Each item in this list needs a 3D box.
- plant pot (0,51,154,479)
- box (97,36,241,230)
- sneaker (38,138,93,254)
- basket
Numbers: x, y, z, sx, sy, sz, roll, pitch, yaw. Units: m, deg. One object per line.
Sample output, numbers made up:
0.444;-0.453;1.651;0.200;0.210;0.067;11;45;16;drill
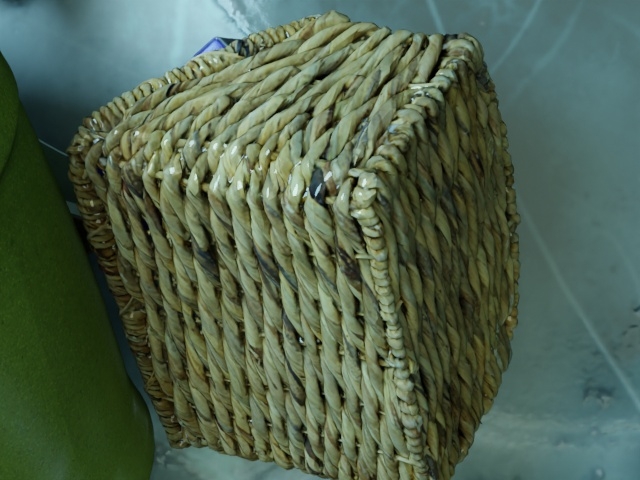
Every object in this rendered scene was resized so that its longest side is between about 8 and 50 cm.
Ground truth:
-0.282;0.066;0.763;0.366;0.366;0.353;-22;129;8;plant pot
-0.093;-0.079;0.899;0.137;0.126;0.072;-41;93;9;box
-0.253;-0.052;0.926;0.192;0.086;0.064;19;132;-15;sneaker
0.000;0.000;0.839;0.223;0.213;0.299;9;134;27;basket
